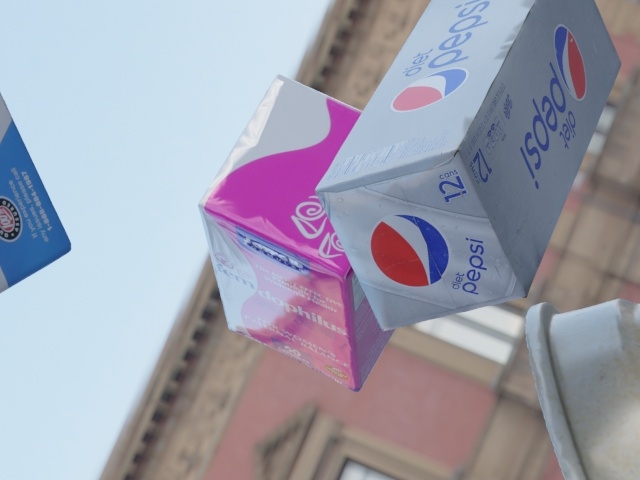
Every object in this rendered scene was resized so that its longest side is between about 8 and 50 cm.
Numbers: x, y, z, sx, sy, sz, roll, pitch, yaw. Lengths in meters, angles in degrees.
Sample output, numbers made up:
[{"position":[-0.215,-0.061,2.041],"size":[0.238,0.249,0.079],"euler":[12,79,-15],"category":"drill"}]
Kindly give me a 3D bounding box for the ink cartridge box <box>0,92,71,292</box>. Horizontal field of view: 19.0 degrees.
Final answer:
[{"position":[-0.468,-0.023,1.778],"size":[0.395,0.166,0.285],"euler":[-35,-74,-42],"category":"ink cartridge box"}]

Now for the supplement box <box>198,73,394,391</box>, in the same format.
[{"position":[0.000,0.000,1.293],"size":[0.114,0.111,0.220],"euler":[-59,-15,-21],"category":"supplement box"}]

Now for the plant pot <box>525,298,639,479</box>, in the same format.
[{"position":[0.339,0.139,1.234],"size":[0.334,0.305,0.334],"euler":[60,-165,-27],"category":"plant pot"}]

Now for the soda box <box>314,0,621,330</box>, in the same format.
[{"position":[0.094,-0.069,1.112],"size":[0.098,0.091,0.286],"euler":[63,-150,-22],"category":"soda box"}]
